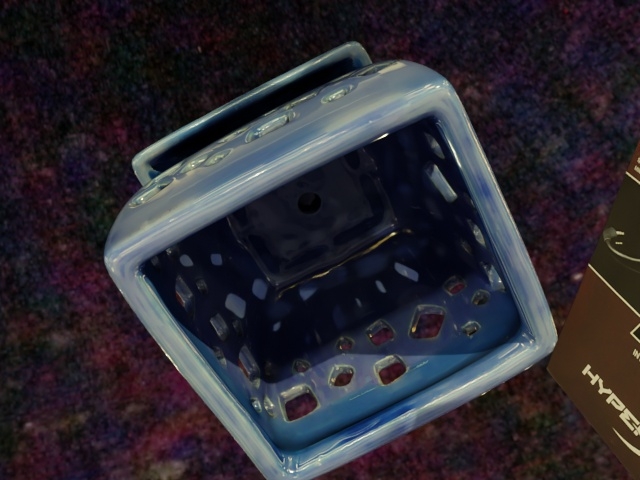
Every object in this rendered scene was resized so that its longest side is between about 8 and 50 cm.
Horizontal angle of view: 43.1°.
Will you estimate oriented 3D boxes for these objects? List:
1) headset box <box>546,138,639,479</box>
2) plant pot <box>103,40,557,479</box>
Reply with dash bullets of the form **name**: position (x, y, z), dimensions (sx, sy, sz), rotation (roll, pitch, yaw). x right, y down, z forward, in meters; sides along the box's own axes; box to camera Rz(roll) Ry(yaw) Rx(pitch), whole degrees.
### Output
- **headset box**: position (0.244, -0.037, 0.298), dimensions (0.218, 0.110, 0.293), rotation (4, 118, -19)
- **plant pot**: position (0.000, 0.000, 0.605), dimensions (0.236, 0.212, 0.236), rotation (-29, 119, 1)
